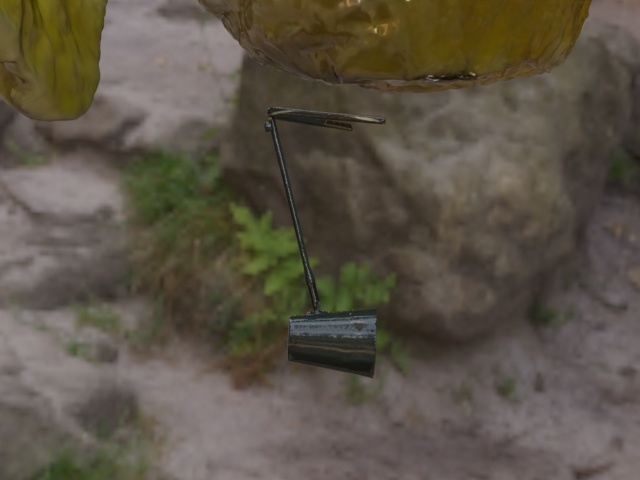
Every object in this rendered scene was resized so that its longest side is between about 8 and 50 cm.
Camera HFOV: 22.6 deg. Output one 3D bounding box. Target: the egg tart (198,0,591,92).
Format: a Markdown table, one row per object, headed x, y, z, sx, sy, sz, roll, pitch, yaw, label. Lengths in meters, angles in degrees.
| x | y | z | sx | sy | sz | roll | pitch | yaw | label |
| --- | --- | --- | --- | --- | --- | --- | --- | --- | --- |
| 0.054 | -0.124 | 0.864 | 0.232 | 0.098 | 0.252 | -9 | -3 | 19 | egg tart |

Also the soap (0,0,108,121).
| x | y | z | sx | sy | sz | roll | pitch | yaw | label |
| --- | --- | --- | --- | --- | --- | --- | --- | --- | --- |
| -0.241 | -0.280 | 0.872 | 0.427 | 0.115 | 0.306 | 57 | 3 | 17 | soap |

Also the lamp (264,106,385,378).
| x | y | z | sx | sy | sz | roll | pitch | yaw | label |
| --- | --- | --- | --- | --- | --- | --- | --- | --- | --- |
| 0.000 | 0.001 | 0.728 | 0.054 | 0.121 | 0.041 | 2 | -1 | -2 | lamp |
